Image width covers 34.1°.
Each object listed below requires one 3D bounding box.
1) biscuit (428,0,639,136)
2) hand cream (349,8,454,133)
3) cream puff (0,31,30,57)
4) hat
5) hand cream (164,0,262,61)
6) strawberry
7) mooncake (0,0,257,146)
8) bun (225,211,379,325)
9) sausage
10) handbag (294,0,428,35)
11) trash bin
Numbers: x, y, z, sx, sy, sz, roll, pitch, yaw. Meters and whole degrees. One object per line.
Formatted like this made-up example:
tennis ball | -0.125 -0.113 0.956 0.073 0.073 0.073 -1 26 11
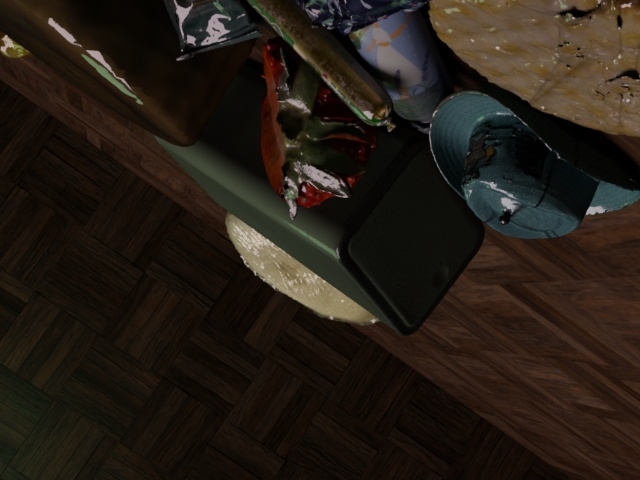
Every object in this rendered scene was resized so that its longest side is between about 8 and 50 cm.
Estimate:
biscuit | 0.166 -0.116 0.662 0.219 0.033 0.220 25 173 3
hand cream | 0.047 -0.175 0.806 0.088 0.055 0.256 17 157 35
cream puff | -0.348 -0.291 1.332 0.146 0.146 0.116 26 -175 42
hat | 0.168 -0.043 0.854 0.190 0.078 0.138 29 158 -21
hand cream | -0.136 -0.252 0.828 0.075 0.052 0.248 5 135 39
strawberry | -0.007 -0.113 1.018 0.097 0.175 0.228 -5 -175 -9
mooncake | -0.204 -0.231 1.016 0.290 0.161 0.290 34 172 5
bun | 0.000 0.000 1.546 0.287 0.146 0.287 24 156 11
sausage | -0.027 -0.185 0.860 0.269 0.033 0.033 48 175 17
handbag | 0.009 -0.201 0.595 0.162 0.113 0.260 43 171 -18
trash bin | -0.007 -0.068 1.202 0.343 0.158 0.223 33 170 39
